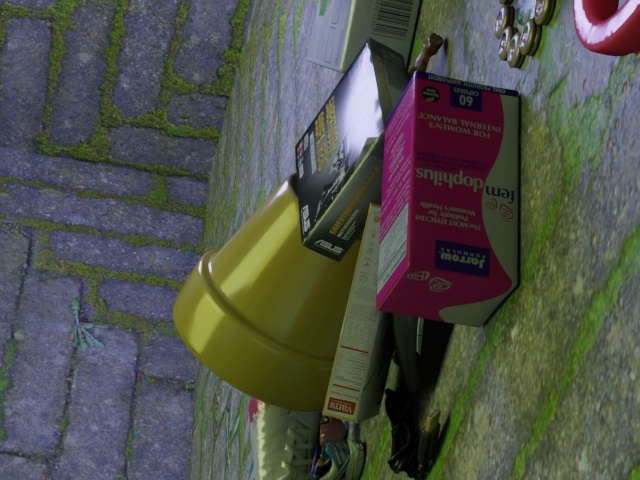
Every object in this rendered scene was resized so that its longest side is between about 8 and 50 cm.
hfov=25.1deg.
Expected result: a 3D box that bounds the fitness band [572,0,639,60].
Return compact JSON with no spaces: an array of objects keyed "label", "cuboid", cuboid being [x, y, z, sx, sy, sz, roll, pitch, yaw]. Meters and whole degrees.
[{"label":"fitness band","cuboid":[0.259,-0.254,1.045,0.291,0.054,0.209,121,157,-61]}]

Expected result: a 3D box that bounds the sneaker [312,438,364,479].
[{"label":"sneaker","cuboid":[0.014,0.312,1.835,0.052,0.058,0.135,-110,31,-70]}]

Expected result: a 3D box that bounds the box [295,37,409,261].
[{"label":"box","cuboid":[0.041,-0.111,1.720,0.183,0.056,0.231,-55,22,28]}]

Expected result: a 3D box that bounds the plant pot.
[{"label":"plant pot","cuboid":[-0.028,0.053,1.860,0.239,0.254,0.254,-59,18,22]}]

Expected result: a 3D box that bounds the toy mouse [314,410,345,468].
[{"label":"toy mouse","cuboid":[0.015,0.259,1.903,0.161,0.031,0.143,89,-171,-59]}]

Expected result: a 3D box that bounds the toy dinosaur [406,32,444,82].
[{"label":"toy dinosaur","cuboid":[0.108,-0.152,1.748,0.112,0.064,0.211,134,145,-70]}]

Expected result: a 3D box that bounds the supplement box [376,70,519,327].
[{"label":"supplement box","cuboid":[0.125,-0.040,1.410,0.114,0.111,0.220,120,157,-61]}]

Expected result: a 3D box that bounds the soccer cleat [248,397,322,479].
[{"label":"soccer cleat","cuboid":[-0.044,0.331,2.057,0.143,0.116,0.331,25,108,63]}]

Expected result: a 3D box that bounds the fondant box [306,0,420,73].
[{"label":"fondant box","cuboid":[0.068,-0.359,2.080,0.330,0.096,0.238,-133,54,-76]}]

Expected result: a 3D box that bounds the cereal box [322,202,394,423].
[{"label":"cereal box","cuboid":[0.063,0.084,1.632,0.173,0.047,0.240,16,-94,-79]}]

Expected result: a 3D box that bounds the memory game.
[{"label":"memory game","cuboid":[0.209,-0.264,1.442,0.186,0.012,0.186,-170,90,-80]}]

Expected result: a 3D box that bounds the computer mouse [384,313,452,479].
[{"label":"computer mouse","cuboid":[0.101,0.124,1.534,0.184,0.060,0.262,-96,19,-60]}]
